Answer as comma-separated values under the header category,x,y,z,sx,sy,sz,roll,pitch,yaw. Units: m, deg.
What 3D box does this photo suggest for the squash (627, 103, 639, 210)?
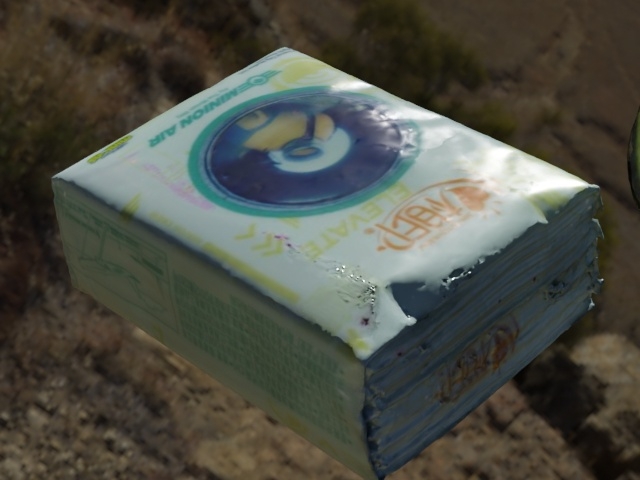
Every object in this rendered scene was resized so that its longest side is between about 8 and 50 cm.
category,x,y,z,sx,sy,sz,roll,pitch,yaw
squash,0.418,-0.021,0.855,0.384,0.263,0.263,31,29,-22

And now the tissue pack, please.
category,x,y,z,sx,sy,sz,roll,pitch,yaw
tissue pack,0.000,0.000,1.170,0.287,0.162,0.388,-34,44,-29
